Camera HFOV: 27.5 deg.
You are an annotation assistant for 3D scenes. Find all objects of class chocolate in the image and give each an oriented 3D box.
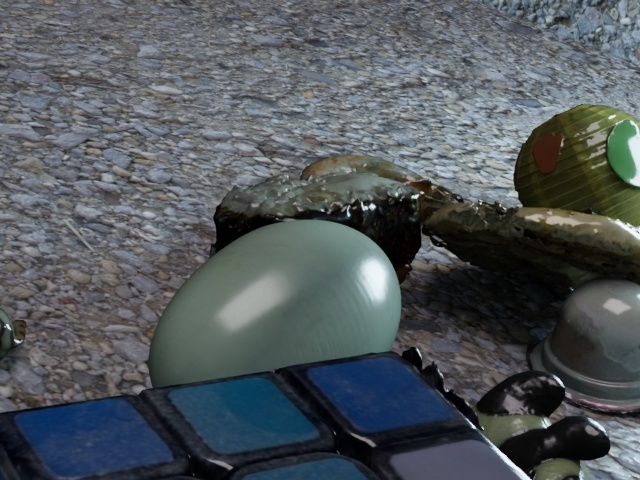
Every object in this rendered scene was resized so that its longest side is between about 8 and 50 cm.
[{"bbox_3d":[0.390,0.122,1.765,0.221,0.147,0.221,8,21,-3],"label":"chocolate"}]

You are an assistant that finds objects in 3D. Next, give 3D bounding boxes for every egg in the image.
[{"bbox_3d":[-0.050,0.103,1.516,0.230,0.229,0.371,25,33,28],"label":"egg"}]

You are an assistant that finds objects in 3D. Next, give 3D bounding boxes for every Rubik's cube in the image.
[{"bbox_3d":[-0.030,0.318,0.901,0.359,0.363,0.362,-5,30,-36],"label":"Rubik's cube"}]

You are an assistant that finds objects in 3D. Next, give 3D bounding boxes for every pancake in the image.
[{"bbox_3d":[0.327,0.011,1.872,0.382,0.071,0.382,13,-8,2],"label":"pancake"}]

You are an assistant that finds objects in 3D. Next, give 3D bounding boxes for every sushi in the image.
[{"bbox_3d":[0.000,0.000,1.835,0.343,0.181,0.196,-11,27,-41],"label":"sushi"}]

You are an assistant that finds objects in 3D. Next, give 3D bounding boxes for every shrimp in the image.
[{"bbox_3d":[0.108,-0.073,2.174,0.317,0.077,0.168,19,35,28],"label":"shrimp"}]

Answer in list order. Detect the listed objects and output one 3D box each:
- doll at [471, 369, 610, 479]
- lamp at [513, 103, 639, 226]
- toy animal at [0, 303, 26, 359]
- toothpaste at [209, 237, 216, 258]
[{"bbox_3d":[0.241,0.251,1.442,0.135,0.143,0.234,-24,36,-14],"label":"doll"},{"bbox_3d":[0.457,-0.086,2.185,0.250,0.284,0.250,-28,2,1],"label":"lamp"},{"bbox_3d":[-0.472,0.102,1.519,0.170,0.089,0.255,34,35,33],"label":"toy animal"},{"bbox_3d":[-0.120,-0.006,1.948,0.037,0.043,0.178,15,24,10],"label":"toothpaste"}]
